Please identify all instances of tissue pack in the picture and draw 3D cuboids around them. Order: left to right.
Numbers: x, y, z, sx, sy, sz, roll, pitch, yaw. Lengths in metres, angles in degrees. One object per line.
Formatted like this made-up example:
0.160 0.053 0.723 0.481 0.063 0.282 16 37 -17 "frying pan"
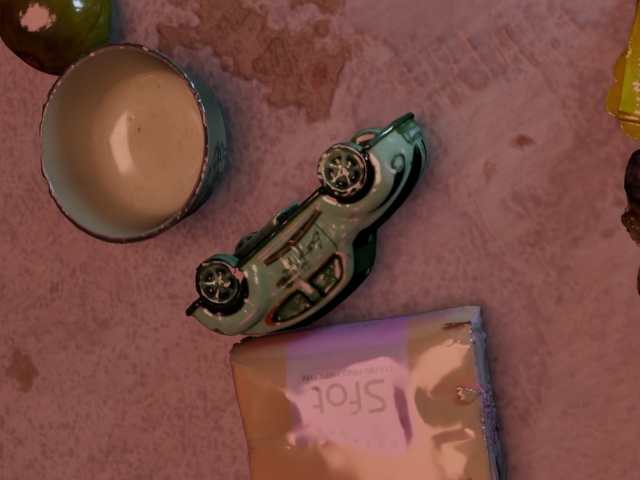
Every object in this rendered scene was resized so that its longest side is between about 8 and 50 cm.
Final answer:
0.052 0.188 1.171 0.257 0.123 0.215 -9 89 16 "tissue pack"

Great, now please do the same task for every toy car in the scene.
0.000 0.000 1.173 0.306 0.136 0.125 -40 89 20 "toy car"

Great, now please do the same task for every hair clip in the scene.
0.306 -0.179 1.070 0.072 0.046 0.173 7 95 26 "hair clip"

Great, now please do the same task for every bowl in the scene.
-0.187 -0.104 1.254 0.211 0.112 0.211 2 95 24 "bowl"

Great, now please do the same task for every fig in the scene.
-0.271 -0.298 1.289 0.124 0.124 0.236 18 79 21 "fig"

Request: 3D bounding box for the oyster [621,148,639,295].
0.383 0.076 1.038 0.221 0.096 0.361 -4 90 30 "oyster"
